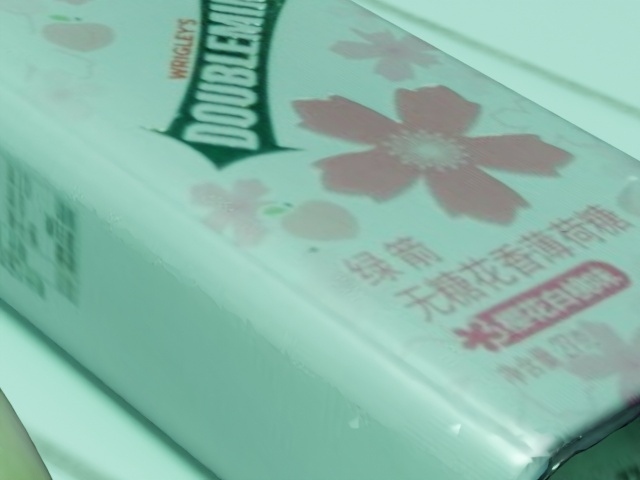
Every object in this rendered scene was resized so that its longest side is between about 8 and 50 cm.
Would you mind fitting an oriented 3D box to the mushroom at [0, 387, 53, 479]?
[{"bbox_3d":[-0.144,0.090,0.478,0.173,0.162,0.236,26,40,31],"label":"mushroom"}]

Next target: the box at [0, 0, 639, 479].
[{"bbox_3d":[0.000,0.000,0.694,0.190,0.112,0.369,-23,45,-37],"label":"box"}]
